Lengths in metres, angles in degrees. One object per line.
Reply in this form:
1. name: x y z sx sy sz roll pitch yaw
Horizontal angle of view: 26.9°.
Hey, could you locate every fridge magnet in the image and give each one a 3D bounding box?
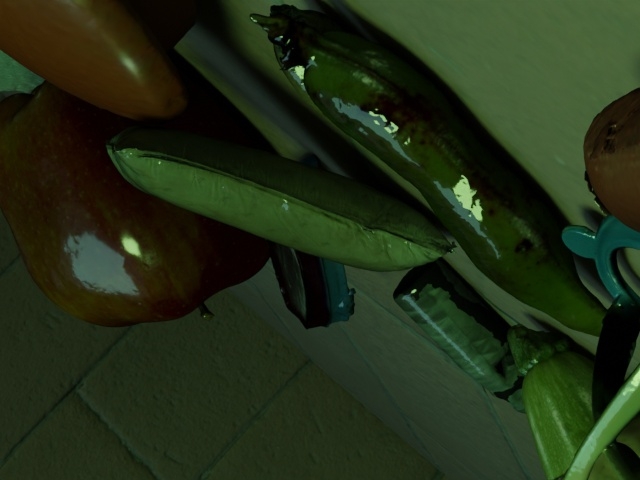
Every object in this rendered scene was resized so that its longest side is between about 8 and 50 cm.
1. fridge magnet: -0.237 -0.238 1.098 0.364 0.155 0.363 42 171 8

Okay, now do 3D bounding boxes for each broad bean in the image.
1. broad bean: 0.089 -0.041 0.878 0.339 0.061 0.077 45 157 -12

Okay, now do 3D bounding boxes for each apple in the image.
1. apple: -0.201 -0.052 1.449 0.316 0.288 0.288 57 170 -4

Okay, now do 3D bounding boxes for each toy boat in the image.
1. toy boat: 0.000 0.000 1.377 0.100 0.097 0.223 41 155 37

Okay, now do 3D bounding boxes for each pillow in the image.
1. pillow: -0.040 -0.037 1.172 0.303 0.074 0.185 18 180 -12

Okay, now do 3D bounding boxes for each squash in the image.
1. squash: 0.202 0.121 1.118 0.132 0.105 0.105 61 175 12

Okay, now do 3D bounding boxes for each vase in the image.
1. vase: 0.160 0.106 1.263 0.211 0.060 0.060 44 171 -9

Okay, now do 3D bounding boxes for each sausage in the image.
1. sausage: 0.160 -0.035 0.561 0.076 0.076 0.141 45 171 -12

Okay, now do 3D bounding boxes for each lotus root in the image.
1. lotus root: 0.001 -0.122 0.911 0.099 0.054 0.049 46 -179 -19

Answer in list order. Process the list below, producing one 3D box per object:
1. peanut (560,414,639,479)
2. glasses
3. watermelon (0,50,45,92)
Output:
1. peanut: 0.301 0.254 1.047 0.174 0.158 0.340 -2 147 35
2. glasses: 0.192 0.083 0.744 0.102 0.206 0.239 7 173 -2
3. watermelon: -0.439 -0.270 1.515 0.387 0.258 0.228 42 174 -11
